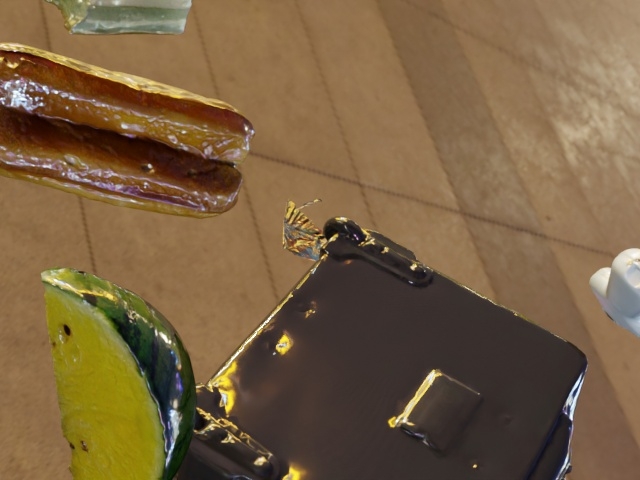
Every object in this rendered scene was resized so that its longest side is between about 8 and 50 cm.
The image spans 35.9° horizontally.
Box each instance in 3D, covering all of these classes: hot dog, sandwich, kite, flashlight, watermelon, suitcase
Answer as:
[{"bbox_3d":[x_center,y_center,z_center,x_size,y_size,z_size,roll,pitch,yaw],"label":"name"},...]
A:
[{"bbox_3d":[-0.114,-0.056,0.525,0.165,0.045,0.071,12,92,-30],"label":"hot dog"},{"bbox_3d":[-0.278,-0.364,1.250,0.186,0.108,0.220,-6,52,-31],"label":"sandwich"},{"bbox_3d":[0.000,0.000,1.450,0.160,0.010,0.183,-15,52,-47],"label":"kite"},{"bbox_3d":[0.340,0.052,1.074,0.093,0.047,0.200,49,-3,18],"label":"flashlight"},{"bbox_3d":[-0.123,0.109,0.632,0.092,0.181,0.075,-5,25,-12],"label":"watermelon"},{"bbox_3d":[0.061,0.179,0.936,0.339,0.188,0.345,27,46,18],"label":"suitcase"}]
